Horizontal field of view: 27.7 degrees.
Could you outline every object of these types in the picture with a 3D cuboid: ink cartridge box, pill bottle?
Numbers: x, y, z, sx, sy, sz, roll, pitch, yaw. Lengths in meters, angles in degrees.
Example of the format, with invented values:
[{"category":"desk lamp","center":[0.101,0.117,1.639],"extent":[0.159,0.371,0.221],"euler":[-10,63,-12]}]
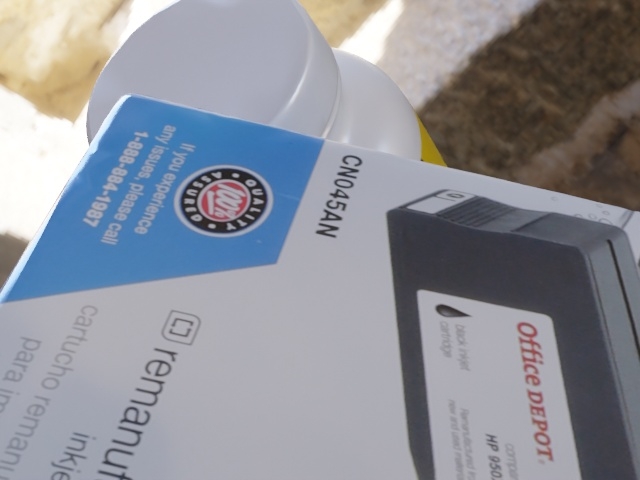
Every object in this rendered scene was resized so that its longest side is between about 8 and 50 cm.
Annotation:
[{"category":"ink cartridge box","center":[0.065,0.122,0.486],"extent":[0.285,0.394,0.166],"euler":[-71,-7,-49]},{"category":"pill bottle","center":[0.000,0.000,0.824],"extent":[0.188,0.334,0.188],"euler":[-15,52,20]}]
